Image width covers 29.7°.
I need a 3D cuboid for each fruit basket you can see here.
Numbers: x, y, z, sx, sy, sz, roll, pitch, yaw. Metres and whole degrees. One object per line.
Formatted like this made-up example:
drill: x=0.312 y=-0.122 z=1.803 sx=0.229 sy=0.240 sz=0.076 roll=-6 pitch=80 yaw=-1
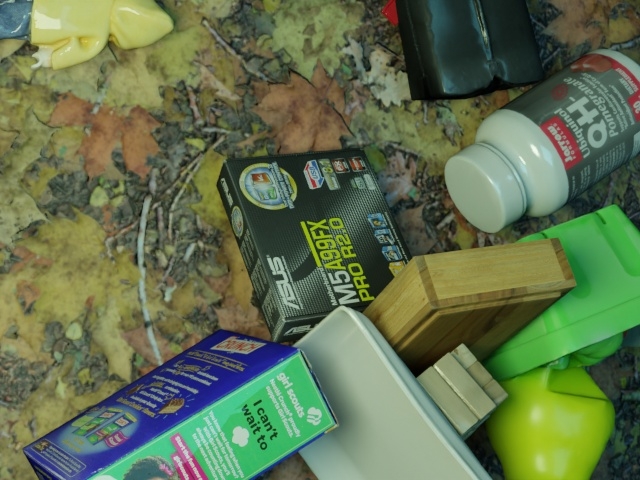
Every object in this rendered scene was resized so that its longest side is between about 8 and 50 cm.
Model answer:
fruit basket: x=0.336 y=0.180 z=1.688 sx=0.283 sy=0.392 sz=0.392 roll=-19 pitch=95 yaw=-24

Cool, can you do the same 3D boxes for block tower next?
block tower: x=0.150 y=0.246 z=1.617 sx=0.091 sy=0.335 sz=0.097 roll=-35 pitch=77 yaw=-22

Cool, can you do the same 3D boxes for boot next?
boot: x=0.269 y=-0.444 z=1.790 sx=0.367 sy=0.146 sz=0.445 roll=-12 pitch=86 yaw=-14

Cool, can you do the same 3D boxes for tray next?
tray: x=0.141 y=0.127 z=1.583 sx=0.203 sy=0.411 sz=0.076 roll=-7 pitch=66 yaw=-24

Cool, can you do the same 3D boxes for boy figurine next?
boy figurine: x=-0.332 y=-0.307 z=1.560 sx=0.285 sy=0.092 sz=0.177 roll=0 pitch=88 yaw=-25

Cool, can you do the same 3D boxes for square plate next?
square plate: x=0.078 y=0.262 z=1.547 sx=0.049 sy=0.344 sz=0.347 roll=-35 pitch=86 yaw=-31

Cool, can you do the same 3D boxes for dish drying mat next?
dish drying mat: x=0.126 y=-0.362 z=1.812 sx=0.032 sy=0.008 sz=0.083 roll=45 pitch=72 yaw=-17

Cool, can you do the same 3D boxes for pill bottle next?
pill bottle: x=0.345 y=-0.144 z=1.809 sx=0.318 sy=0.176 sz=0.176 roll=-33 pitch=101 yaw=-22

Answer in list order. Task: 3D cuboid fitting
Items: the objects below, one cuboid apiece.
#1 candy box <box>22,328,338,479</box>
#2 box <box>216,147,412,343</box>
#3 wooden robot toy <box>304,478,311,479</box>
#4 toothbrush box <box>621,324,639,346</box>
candy box: x=-0.181 y=0.244 z=1.508 sx=0.317 sy=0.268 sz=0.122 roll=-31 pitch=104 yaw=-22
box: x=0.000 y=0.000 z=1.638 sx=0.216 sy=0.060 sz=0.270 roll=-6 pitch=56 yaw=-24
wooden robot toy: x=-0.034 y=0.379 z=1.672 sx=0.173 sy=0.079 sz=0.076 roll=-6 pitch=90 yaw=-24
toothbrush box: x=0.553 y=0.097 z=1.829 sx=0.216 sy=0.295 sz=0.126 roll=-1 pitch=89 yaw=-23
